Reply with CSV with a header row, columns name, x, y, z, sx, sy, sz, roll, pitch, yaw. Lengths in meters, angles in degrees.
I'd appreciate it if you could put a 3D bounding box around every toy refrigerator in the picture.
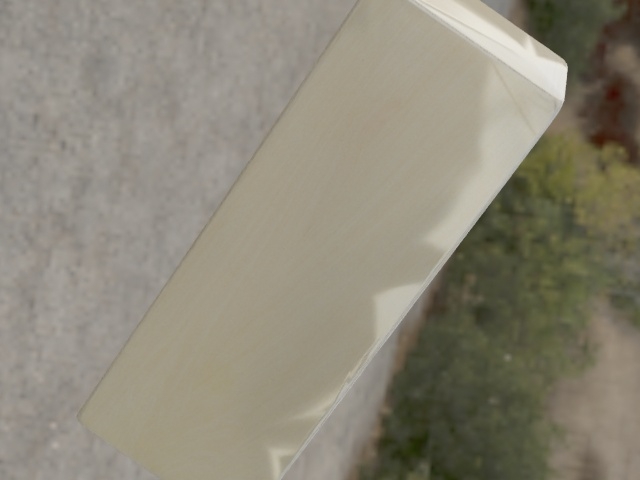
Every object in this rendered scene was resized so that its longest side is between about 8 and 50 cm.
name,x,y,z,sx,sy,sz,roll,pitch,yaw
toy refrigerator,0.000,0.000,0.785,0.269,0.102,0.094,-55,-177,22
